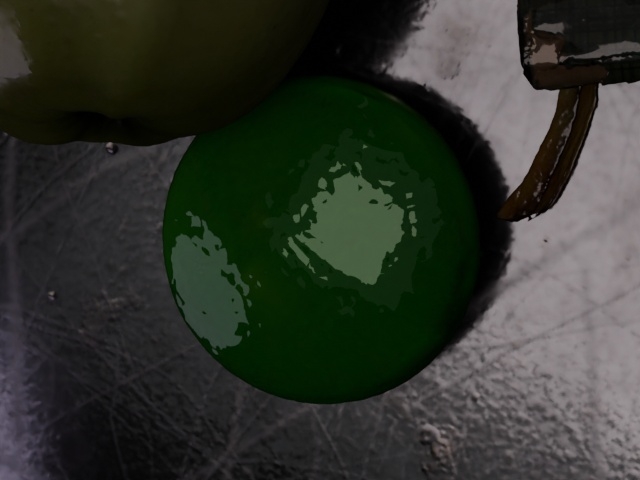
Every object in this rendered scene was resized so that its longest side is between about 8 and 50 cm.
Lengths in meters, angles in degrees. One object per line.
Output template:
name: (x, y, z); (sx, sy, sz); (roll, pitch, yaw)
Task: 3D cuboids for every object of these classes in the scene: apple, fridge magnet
apple: (-0.115, -0.190, 1.062); (0.279, 0.279, 0.279); (2, 97, 17)
fridge magnet: (0.000, 0.000, 1.135); (0.208, 0.088, 0.208); (2, 96, 18)

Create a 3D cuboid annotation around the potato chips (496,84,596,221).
potato chips: (0.153, -0.106, 1.109); (0.037, 0.026, 0.204); (20, 103, 28)

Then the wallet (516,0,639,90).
wallet: (0.267, -0.181, 1.030); (0.317, 0.044, 0.169); (-5, 77, 15)
